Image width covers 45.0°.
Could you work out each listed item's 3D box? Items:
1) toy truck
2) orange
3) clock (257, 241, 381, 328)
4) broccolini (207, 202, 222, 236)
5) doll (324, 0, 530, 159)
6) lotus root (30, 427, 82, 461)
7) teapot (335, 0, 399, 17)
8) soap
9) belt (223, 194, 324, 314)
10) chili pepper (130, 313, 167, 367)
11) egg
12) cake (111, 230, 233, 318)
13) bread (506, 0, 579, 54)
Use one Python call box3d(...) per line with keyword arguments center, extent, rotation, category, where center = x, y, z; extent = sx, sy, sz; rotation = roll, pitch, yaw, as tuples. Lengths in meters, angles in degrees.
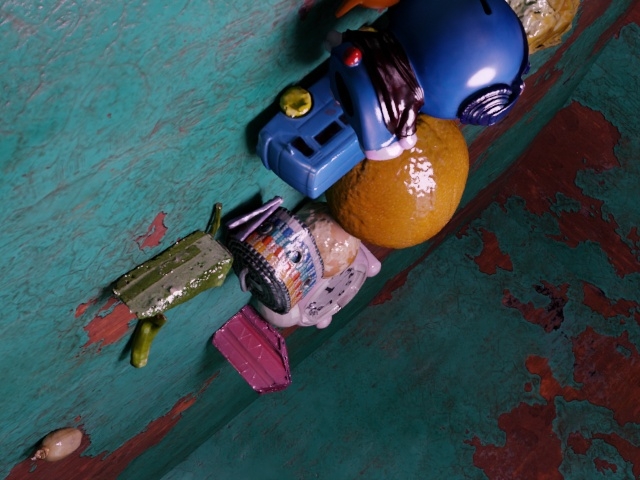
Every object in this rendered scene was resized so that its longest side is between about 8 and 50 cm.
box3d(center=(0.059, -0.249, 1.437), extent=(0.385, 0.162, 0.161), rotation=(-41, 166, -15), category="toy truck")
box3d(center=(0.167, -0.153, 1.709), extent=(0.322, 0.322, 0.357), rotation=(-38, 158, -25), category="orange")
box3d(center=(-0.005, 0.109, 2.239), extent=(0.342, 0.184, 0.326), rotation=(-53, 160, 9), category="clock")
box3d(center=(-0.233, -0.002, 1.594), extent=(0.044, 0.042, 0.218), rotation=(-33, 155, -35), category="broccolini")
box3d(center=(0.177, -0.294, 1.251), extent=(0.310, 0.284, 0.240), rotation=(-22, 162, -5), category="doll")
box3d(center=(-0.610, 0.478, 1.805), extent=(0.073, 0.062, 0.150), rotation=(-51, 166, 21), category="lotus root")
box3d(center=(0.084, -0.410, 1.192), extent=(0.173, 0.116, 0.116), rotation=(-52, 168, -17), category="teapot")
box3d(center=(-0.178, 0.323, 2.192), extent=(0.162, 0.250, 0.099), rotation=(-39, 163, -16), category="soap")
box3d(center=(-0.111, 0.047, 1.701), extent=(0.160, 0.207, 0.295), rotation=(-42, 168, -19), category="belt")
box3d(center=(-0.382, 0.207, 1.706), extent=(0.201, 0.052, 0.050), rotation=(-58, -170, 38), category="chili pepper")
box3d(center=(0.000, 0.000, 1.910), extent=(0.195, 0.195, 0.233), rotation=(-42, -178, -11), category="egg")
box3d(center=(-0.293, 0.084, 1.509), extent=(0.235, 0.100, 0.099), rotation=(-35, 162, -34), category="cake")
box3d(center=(0.450, -0.510, 1.725), extent=(0.252, 0.196, 0.238), rotation=(-28, 157, -40), category="bread")
